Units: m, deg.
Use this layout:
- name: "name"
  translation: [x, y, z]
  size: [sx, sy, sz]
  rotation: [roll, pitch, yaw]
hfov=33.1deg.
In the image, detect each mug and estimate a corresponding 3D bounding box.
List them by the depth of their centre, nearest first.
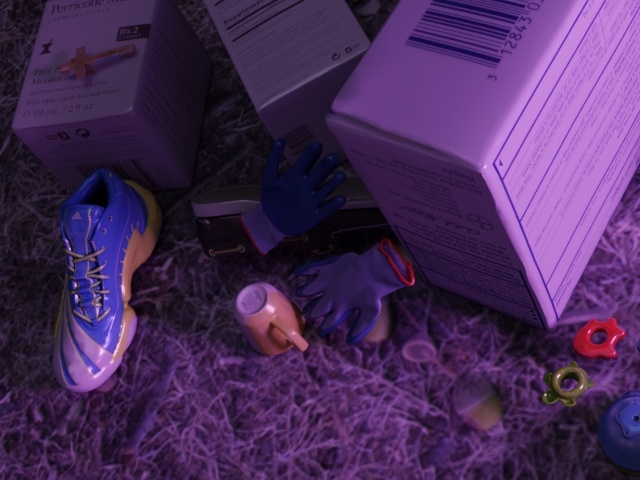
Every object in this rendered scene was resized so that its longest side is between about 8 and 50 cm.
- name: "mug"
  translation: [-0.048, 0.072, 1.056]
  size: [0.078, 0.064, 0.062]
  rotation: [1, 62, 23]

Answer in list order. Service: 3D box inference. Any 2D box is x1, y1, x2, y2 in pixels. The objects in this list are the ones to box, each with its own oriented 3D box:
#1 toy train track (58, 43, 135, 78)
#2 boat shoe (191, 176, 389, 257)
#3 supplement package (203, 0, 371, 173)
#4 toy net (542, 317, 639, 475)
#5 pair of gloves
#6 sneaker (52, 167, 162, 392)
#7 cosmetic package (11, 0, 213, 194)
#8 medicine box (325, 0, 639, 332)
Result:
- name: "toy train track"
  translation: [-0.233, -0.187, 1.130]
  size: [0.083, 0.014, 0.048]
  rotation: [-16, 50, 6]
- name: "boat shoe"
  translation: [-0.017, -0.021, 1.098]
  size: [0.228, 0.068, 0.081]
  rotation: [-2, 19, 15]
- name: "supplement package"
  translation: [-0.026, -0.211, 1.167]
  size: [0.134, 0.139, 0.244]
  rotation: [-29, 53, 4]
- name: "toy net"
  translation: [0.301, 0.084, 0.917]
  size: [0.232, 0.045, 0.122]
  rotation: [-46, 53, -9]
- name: "pair of gloves"
  translation: [0.000, 0.000, 1.010]
  size: [0.159, 0.023, 0.198]
  rotation: [-37, 83, 46]
- name: "sneaker"
  translation: [-0.246, 0.031, 1.125]
  size: [0.091, 0.126, 0.240]
  rotation: [-1, 61, 23]
- name: "cosmetic package"
  translation: [-0.228, -0.166, 1.217]
  size: [0.151, 0.151, 0.183]
  rotation: [-5, 60, 18]
- name: "medicine box"
  translation: [0.170, -0.109, 0.931]
  size: [0.149, 0.289, 0.263]
  rotation: [22, 72, 31]
